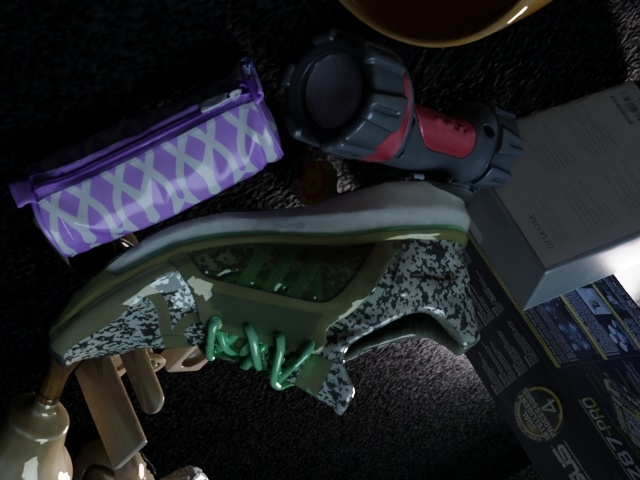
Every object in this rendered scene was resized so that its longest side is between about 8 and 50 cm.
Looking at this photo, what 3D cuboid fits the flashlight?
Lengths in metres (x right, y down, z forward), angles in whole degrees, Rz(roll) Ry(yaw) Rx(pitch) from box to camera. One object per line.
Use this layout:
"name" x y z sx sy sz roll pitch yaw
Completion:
"flashlight" 0.091 -0.110 0.918 0.103 0.103 0.304 -15 169 35

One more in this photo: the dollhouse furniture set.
"dollhouse furniture set" -0.151 0.154 1.115 0.151 0.123 0.144 5 139 -49

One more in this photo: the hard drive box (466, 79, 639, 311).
"hard drive box" 0.280 -0.054 1.105 0.232 0.181 0.089 -19 153 -18

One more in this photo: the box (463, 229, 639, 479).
"box" 0.315 0.139 1.243 0.318 0.395 0.097 3 138 -49

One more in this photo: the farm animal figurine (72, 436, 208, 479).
"farm animal figurine" -0.339 0.366 1.293 0.327 0.172 0.330 -43 145 2

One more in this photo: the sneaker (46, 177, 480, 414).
"sneaker" -0.033 0.071 0.905 0.410 0.182 0.158 -14 159 -9

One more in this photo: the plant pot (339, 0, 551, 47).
"plant pot" 0.110 -0.240 0.602 0.188 0.205 0.205 -30 160 -37

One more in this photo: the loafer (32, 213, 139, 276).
"loafer" -0.199 0.010 0.889 0.056 0.050 0.148 -33 154 8

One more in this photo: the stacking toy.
"stacking toy" 0.000 0.000 1.079 0.167 0.052 0.221 2 143 -44

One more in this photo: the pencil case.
"pencil case" -0.127 -0.062 0.787 0.206 0.086 0.088 -28 167 -3

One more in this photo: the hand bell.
"hand bell" -0.275 0.151 1.043 0.126 0.126 0.242 0 131 -45
